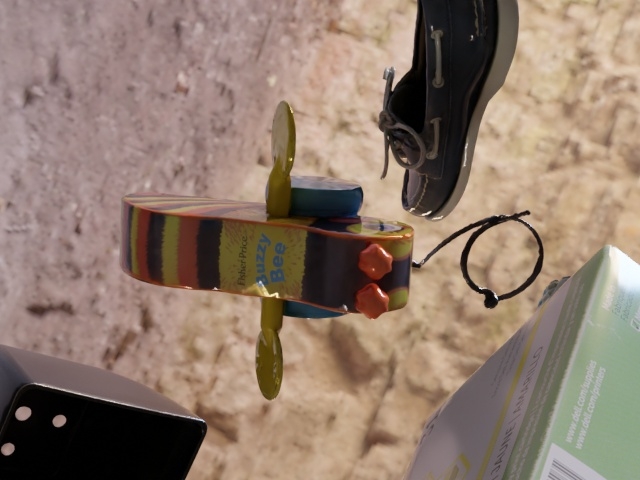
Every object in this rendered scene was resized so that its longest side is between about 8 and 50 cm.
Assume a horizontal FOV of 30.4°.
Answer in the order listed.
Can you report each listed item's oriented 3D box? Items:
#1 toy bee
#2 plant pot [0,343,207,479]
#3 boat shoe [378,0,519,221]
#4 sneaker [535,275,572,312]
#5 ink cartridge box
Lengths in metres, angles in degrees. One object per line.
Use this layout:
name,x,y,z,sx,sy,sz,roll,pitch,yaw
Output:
toy bee,0.000,0.000,0.799,0.162,0.298,0.195,-74,147,-80
plant pot,-0.246,0.194,1.076,0.188,0.167,0.187,20,99,-35
boat shoe,0.087,-0.103,0.921,0.254,0.079,0.095,104,-18,-58
sneaker,0.314,0.138,1.034,0.122,0.283,0.110,-65,160,-20
ink cartridge box,0.035,0.130,0.406,0.235,0.056,0.171,-53,-178,41
